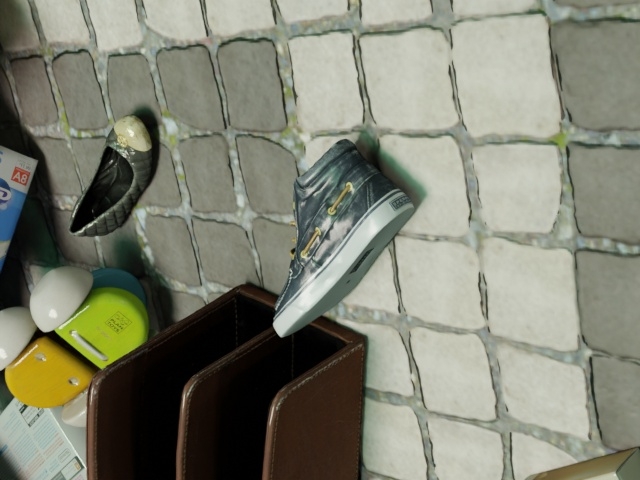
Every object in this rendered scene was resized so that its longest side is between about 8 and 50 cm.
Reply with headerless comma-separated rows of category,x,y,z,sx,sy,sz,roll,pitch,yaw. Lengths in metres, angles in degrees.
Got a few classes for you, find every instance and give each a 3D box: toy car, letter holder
toy car,-0.256,0.097,1.079,0.182,0.136,0.159,-36,116,21
letter holder,-0.086,0.231,0.932,0.152,0.214,0.302,22,124,33

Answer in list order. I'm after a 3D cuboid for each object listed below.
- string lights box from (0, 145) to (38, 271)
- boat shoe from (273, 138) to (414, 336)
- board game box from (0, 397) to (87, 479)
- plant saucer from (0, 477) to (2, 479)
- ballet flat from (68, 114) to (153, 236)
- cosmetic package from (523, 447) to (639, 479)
string lights box,-0.411,0.014,1.072,0.076,0.133,0.260,-17,55,56
boat shoe,0.000,0.000,0.846,0.083,0.065,0.183,50,126,15
board game box,-0.273,0.316,1.234,0.303,0.097,0.224,56,137,7
plant saucer,-0.409,0.346,1.262,0.278,0.041,0.278,55,180,-1
ballet flat,-0.210,-0.058,1.015,0.057,0.049,0.173,46,134,14
cosmetic package,0.205,0.205,0.775,0.115,0.041,0.060,-30,89,46
